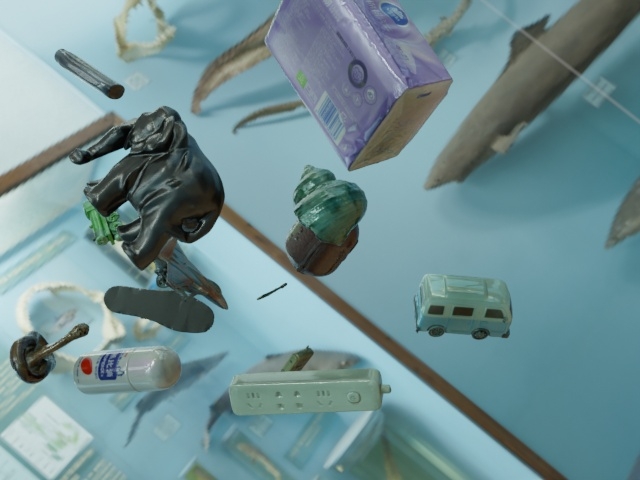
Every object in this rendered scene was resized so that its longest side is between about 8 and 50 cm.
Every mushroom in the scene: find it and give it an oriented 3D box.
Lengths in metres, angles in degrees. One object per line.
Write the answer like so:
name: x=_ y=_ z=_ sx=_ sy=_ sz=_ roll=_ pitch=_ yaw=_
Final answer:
mushroom: x=-0.777 y=0.306 z=2.257 sx=0.217 sy=0.148 sz=0.227 roll=-28 pitch=16 yaw=6

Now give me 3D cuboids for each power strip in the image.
power strip: x=-0.076 y=0.354 z=2.164 sx=0.076 sy=0.028 sz=0.169 roll=-12 pitch=-36 yaw=-49
power strip: x=-0.024 y=0.361 z=1.845 sx=0.062 sy=0.385 sz=0.091 roll=-68 pitch=-28 yaw=-68

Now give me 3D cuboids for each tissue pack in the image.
tissue pack: x=0.062 y=-0.338 z=1.434 sx=0.160 sy=0.338 sz=0.242 roll=-19 pitch=-20 yaw=-36

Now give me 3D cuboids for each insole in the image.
insole: x=-0.456 y=0.189 z=2.195 sx=0.007 sy=0.328 sz=0.111 roll=15 pitch=-94 yaw=-84

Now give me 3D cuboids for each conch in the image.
conch: x=0.013 y=-0.088 z=1.737 sx=0.196 sy=0.202 sz=0.134 roll=17 pitch=-74 yaw=-50

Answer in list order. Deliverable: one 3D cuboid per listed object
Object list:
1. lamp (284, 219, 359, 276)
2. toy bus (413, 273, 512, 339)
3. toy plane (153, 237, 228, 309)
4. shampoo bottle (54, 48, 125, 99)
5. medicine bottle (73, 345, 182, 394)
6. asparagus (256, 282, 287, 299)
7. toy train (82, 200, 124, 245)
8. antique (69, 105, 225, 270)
lamp: x=0.000 y=0.000 z=2.120 sx=0.258 sy=0.180 sz=0.180 roll=-54 pitch=-4 yaw=37
toy bus: x=0.408 y=0.179 z=2.186 sx=0.165 sy=0.271 sz=0.133 roll=97 pitch=176 yaw=-46
toy plane: x=-0.330 y=0.085 z=1.892 sx=0.104 sy=0.326 sz=0.223 roll=-27 pitch=41 yaw=6
shampoo bottle: x=-0.666 y=-0.478 z=2.226 sx=0.049 sy=0.234 sz=0.087 roll=-61 pitch=-19 yaw=15
medicine bottle: x=-0.546 y=0.373 z=2.231 sx=0.341 sy=0.130 sz=0.130 roll=-8 pitch=22 yaw=30
asparagus: x=-0.151 y=0.161 z=2.466 sx=0.166 sy=0.016 sz=0.013 roll=-24 pitch=-30 yaw=-54
toy train: x=-0.762 y=-0.071 z=2.740 sx=0.119 sy=0.251 sz=0.085 roll=-21 pitch=-47 yaw=-11
antique: x=-0.341 y=-0.118 z=1.610 sx=0.255 sy=0.322 sz=0.185 roll=-39 pitch=-16 yaw=-3
